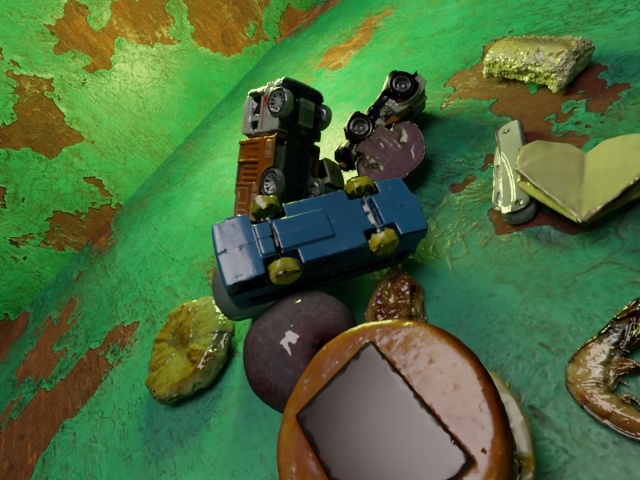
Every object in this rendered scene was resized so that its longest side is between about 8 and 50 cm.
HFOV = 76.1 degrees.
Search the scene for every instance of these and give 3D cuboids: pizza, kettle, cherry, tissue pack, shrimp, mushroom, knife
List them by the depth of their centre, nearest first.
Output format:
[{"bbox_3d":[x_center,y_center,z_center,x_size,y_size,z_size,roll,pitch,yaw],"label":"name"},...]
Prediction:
[{"bbox_3d":[0.396,0.146,0.477,0.195,0.035,0.148,-49,32,4],"label":"shrimp"},{"bbox_3d":[-0.032,0.194,0.720,0.265,0.184,0.213,5,55,40],"label":"cherry"},{"bbox_3d":[0.128,0.142,0.726,0.127,0.058,0.247,-10,49,37],"label":"pizza"},{"bbox_3d":[0.370,-0.140,0.794,0.073,0.040,0.266,-15,44,36],"label":"knife"},{"bbox_3d":[-0.094,0.081,0.960,0.243,0.160,0.210,-13,16,26],"label":"kettle"},{"bbox_3d":[0.163,-0.181,0.966,0.188,0.117,0.141,-43,61,-14],"label":"mushroom"},{"bbox_3d":[-0.028,-0.157,1.134,0.170,0.103,0.091,-18,79,28],"label":"tissue pack"}]

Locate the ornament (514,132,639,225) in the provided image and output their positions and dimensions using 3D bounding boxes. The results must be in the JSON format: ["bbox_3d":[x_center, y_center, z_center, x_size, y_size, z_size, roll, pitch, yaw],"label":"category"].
[{"bbox_3d":[0.418,-0.095,0.654,0.201,0.059,0.180,4,55,33],"label":"ornament"}]

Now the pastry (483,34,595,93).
[{"bbox_3d":[0.481,-0.413,0.933,0.121,0.089,0.258,-32,38,-5],"label":"pastry"}]

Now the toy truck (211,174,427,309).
[{"bbox_3d":[0.000,0.000,0.773,0.384,0.162,0.161,-16,63,-12],"label":"toy truck"}]

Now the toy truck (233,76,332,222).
[{"bbox_3d":[-0.111,-0.188,1.028,0.206,0.173,0.388,8,93,41],"label":"toy truck"}]

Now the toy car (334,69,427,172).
[{"bbox_3d":[0.154,-0.299,1.079,0.301,0.118,0.193,-48,-5,-4],"label":"toy car"}]

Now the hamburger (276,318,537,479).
[{"bbox_3d":[0.110,0.244,0.490,0.290,0.225,0.291,-19,48,23],"label":"hamburger"}]

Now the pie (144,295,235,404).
[{"bbox_3d":[-0.332,0.270,1.034,0.306,0.071,0.307,-27,41,26],"label":"pie"}]
